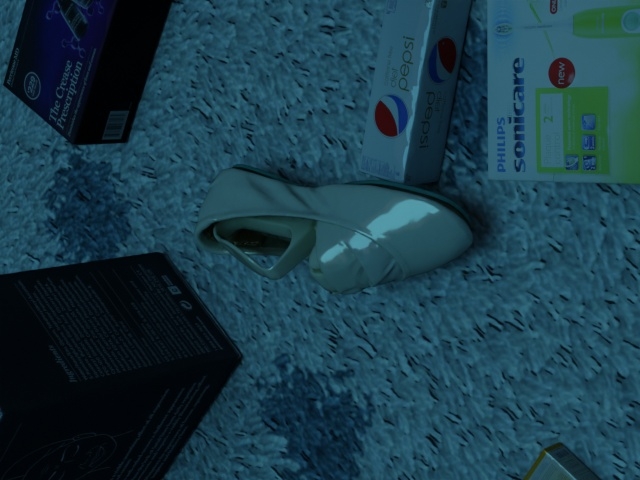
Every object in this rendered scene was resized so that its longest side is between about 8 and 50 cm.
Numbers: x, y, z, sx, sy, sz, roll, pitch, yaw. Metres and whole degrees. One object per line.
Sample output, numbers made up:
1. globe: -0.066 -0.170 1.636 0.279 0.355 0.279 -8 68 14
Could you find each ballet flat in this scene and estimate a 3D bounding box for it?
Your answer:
1. ballet flat: 0.000 0.000 1.538 0.400 0.139 0.139 11 103 43

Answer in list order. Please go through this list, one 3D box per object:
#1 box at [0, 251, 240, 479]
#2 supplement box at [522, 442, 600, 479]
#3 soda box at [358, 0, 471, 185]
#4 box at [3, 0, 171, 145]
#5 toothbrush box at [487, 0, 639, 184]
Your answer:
1. box: -0.358 0.207 1.714 0.212 0.395 0.293 50 124 24
2. supplement box: 0.271 0.276 1.412 0.098 0.036 0.062 44 122 28
3. soda box: 0.106 -0.175 1.471 0.069 0.074 0.216 22 110 37
4. box: -0.325 -0.290 1.816 0.184 0.103 0.261 39 120 34
5. toothbrush box: 0.310 -0.159 1.264 0.283 0.122 0.206 6 99 42
